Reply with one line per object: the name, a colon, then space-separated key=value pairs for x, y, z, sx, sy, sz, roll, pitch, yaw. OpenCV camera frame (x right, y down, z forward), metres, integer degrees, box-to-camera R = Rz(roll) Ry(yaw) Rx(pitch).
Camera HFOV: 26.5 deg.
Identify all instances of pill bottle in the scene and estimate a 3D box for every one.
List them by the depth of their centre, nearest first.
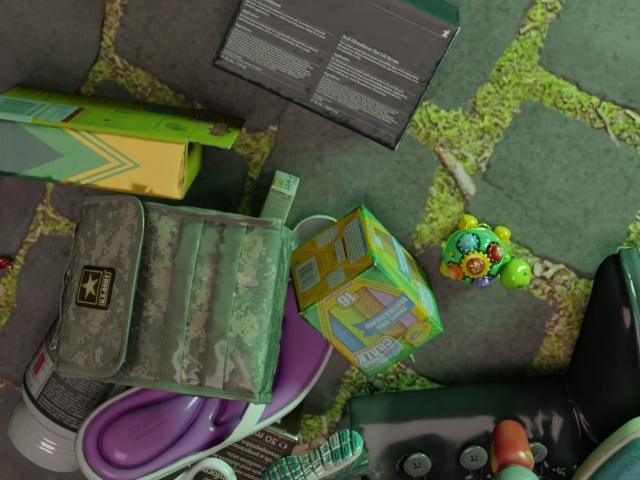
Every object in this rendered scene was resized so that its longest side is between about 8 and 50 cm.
pill bottle: x=-0.323 y=0.182 z=1.914 sx=0.162 sy=0.162 sz=0.278 roll=30 pitch=112 yaw=-9

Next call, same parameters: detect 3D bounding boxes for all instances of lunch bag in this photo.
lunch bag: x=-0.192 y=0.072 z=1.712 sx=0.287 sy=0.169 sz=0.235 roll=8 pitch=84 yaw=7

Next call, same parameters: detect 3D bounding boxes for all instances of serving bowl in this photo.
serving bowl: x=0.000 y=0.000 z=1.882 sx=0.083 sy=0.027 sz=0.083 roll=1 pitch=114 yaw=3

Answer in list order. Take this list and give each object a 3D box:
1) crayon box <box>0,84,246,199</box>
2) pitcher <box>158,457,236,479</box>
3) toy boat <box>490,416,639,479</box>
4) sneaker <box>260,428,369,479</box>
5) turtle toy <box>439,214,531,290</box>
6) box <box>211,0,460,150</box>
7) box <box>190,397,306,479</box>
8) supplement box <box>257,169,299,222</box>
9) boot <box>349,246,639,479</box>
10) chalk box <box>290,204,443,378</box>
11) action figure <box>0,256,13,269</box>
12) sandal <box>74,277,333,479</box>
crayon box: x=-0.265 y=-0.126 z=1.747 sx=0.318 sy=0.202 sz=0.081 roll=8 pitch=106 yaw=2
pitcher: x=-0.172 y=0.400 z=1.871 sx=0.177 sy=0.125 sz=0.207 roll=-15 pitch=104 yaw=25
toy boat: x=0.369 y=0.339 z=1.805 sx=0.318 sy=0.148 sz=0.267 roll=18 pitch=123 yaw=-11
sneaker: x=-0.005 y=0.328 z=1.878 sx=0.166 sy=0.065 sz=0.076 roll=-25 pitch=129 yaw=11
turtle toy: x=0.225 y=0.028 z=1.856 sx=0.130 sy=0.066 sz=0.095 roll=19 pitch=114 yaw=-4
box: x=0.021 y=-0.259 z=1.724 sx=0.261 sy=0.103 sz=0.184 roll=25 pitch=117 yaw=-6
box: x=-0.186 y=0.364 z=2.001 sx=0.191 sy=0.143 sz=0.381 roll=23 pitch=115 yaw=-6
supplement box: x=-0.063 y=-0.038 z=1.851 sx=0.036 sy=0.062 sz=0.098 roll=20 pitch=115 yaw=-4
boot: x=0.253 y=0.210 z=1.906 sx=0.445 sy=0.146 sz=0.367 roll=-8 pitch=112 yaw=13
chalk box: x=0.075 y=0.084 z=1.843 sx=0.132 sy=0.132 sz=0.213 roll=-35 pitch=126 yaw=17
action figure: x=-0.464 y=0.008 z=1.885 sx=0.139 sy=0.091 sz=0.280 roll=38 pitch=112 yaw=-3
sandal: x=-0.134 y=0.196 z=1.820 sx=0.416 sy=0.102 sz=0.169 roll=-37 pitch=86 yaw=-21
